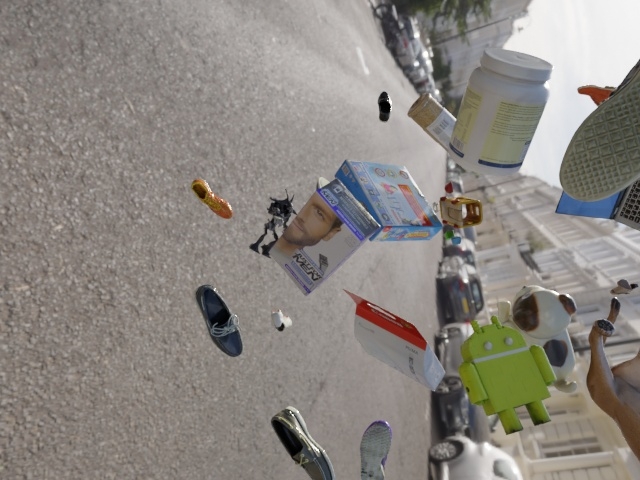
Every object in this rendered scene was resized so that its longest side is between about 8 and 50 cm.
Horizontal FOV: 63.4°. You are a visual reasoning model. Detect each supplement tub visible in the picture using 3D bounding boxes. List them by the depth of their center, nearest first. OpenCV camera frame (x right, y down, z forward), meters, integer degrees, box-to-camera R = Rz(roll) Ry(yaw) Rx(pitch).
[{"bbox_3d":[0.536,-0.382,1.551,0.235,0.235,0.325,-79,180,-56],"label":"supplement tub"}]

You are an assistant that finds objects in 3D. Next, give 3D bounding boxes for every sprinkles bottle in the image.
[{"bbox_3d":[0.511,-0.430,2.066,0.355,0.121,0.121,39,27,-13],"label":"sprinkles bottle"}]

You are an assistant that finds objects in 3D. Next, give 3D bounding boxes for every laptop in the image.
[{"bbox_3d":[1.214,-0.211,2.003,0.236,0.408,0.382,-14,125,-36],"label":"laptop"}]

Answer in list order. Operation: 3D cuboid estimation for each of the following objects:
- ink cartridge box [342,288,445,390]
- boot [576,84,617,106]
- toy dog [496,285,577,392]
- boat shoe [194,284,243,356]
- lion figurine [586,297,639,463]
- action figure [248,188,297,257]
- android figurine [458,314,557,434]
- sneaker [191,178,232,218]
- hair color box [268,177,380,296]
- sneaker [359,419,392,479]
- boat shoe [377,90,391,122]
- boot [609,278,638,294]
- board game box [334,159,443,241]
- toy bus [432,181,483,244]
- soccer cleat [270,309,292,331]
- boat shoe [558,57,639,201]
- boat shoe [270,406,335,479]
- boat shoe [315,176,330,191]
[{"bbox_3d":[0.233,0.340,1.760,0.091,0.308,0.385,-53,138,-15],"label":"ink cartridge box"},{"bbox_3d":[1.154,-0.607,2.177,0.059,0.158,0.084,4,102,-51],"label":"boot"},{"bbox_3d":[0.831,0.354,1.989,0.395,0.284,0.408,-97,172,-53],"label":"toy dog"},{"bbox_3d":[-0.304,0.250,1.595,0.079,0.095,0.254,-4,-71,65],"label":"boat shoe"},{"bbox_3d":[0.553,0.316,0.883,0.240,0.142,0.392,86,1,-46],"label":"lion figurine"},{"bbox_3d":[-0.162,-0.061,2.040,0.164,0.141,0.275,30,89,-45],"label":"action figure"},{"bbox_3d":[0.442,0.313,1.241,0.056,0.248,0.273,118,-39,-57],"label":"android figurine"},{"bbox_3d":[-0.370,-0.131,1.744,0.175,0.064,0.067,43,21,-15],"label":"sneaker"},{"bbox_3d":[0.000,0.000,1.492,0.185,0.339,0.110,49,46,7],"label":"hair color box"},{"bbox_3d":[0.192,0.710,1.818,0.146,0.102,0.293,-68,165,-59],"label":"sneaker"},{"bbox_3d":[0.218,-0.458,1.744,0.042,0.049,0.133,98,-2,-56],"label":"boat shoe"},{"bbox_3d":[1.120,0.179,1.934,0.087,0.118,0.042,135,-39,-56],"label":"boot"},{"bbox_3d":[0.243,-0.141,1.851,0.302,0.086,0.308,0,52,-38],"label":"board game box"},{"bbox_3d":[0.495,-0.107,1.835,0.191,0.104,0.202,93,-15,-58],"label":"toy bus"},{"bbox_3d":[-0.162,0.343,2.125,0.196,0.068,0.076,63,13,-66],"label":"soccer cleat"},{"bbox_3d":[0.748,-0.300,1.196,0.187,0.500,0.156,37,11,23],"label":"boat shoe"},{"bbox_3d":[-0.065,0.729,1.797,0.091,0.109,0.305,-11,57,-49],"label":"boat shoe"},{"bbox_3d":[0.010,-0.194,2.325,0.116,0.099,0.319,33,22,-13],"label":"boat shoe"}]
